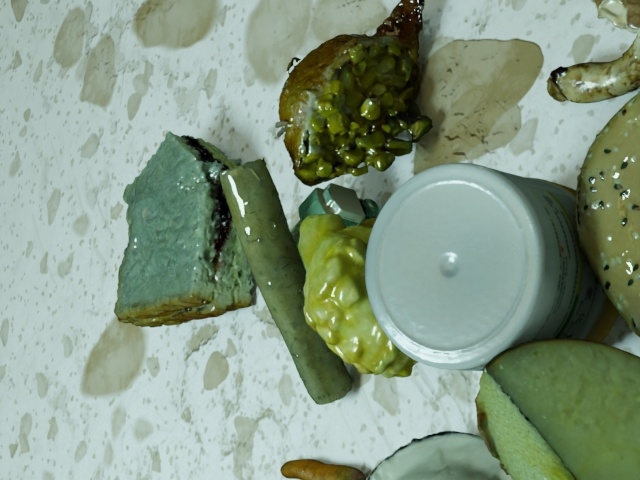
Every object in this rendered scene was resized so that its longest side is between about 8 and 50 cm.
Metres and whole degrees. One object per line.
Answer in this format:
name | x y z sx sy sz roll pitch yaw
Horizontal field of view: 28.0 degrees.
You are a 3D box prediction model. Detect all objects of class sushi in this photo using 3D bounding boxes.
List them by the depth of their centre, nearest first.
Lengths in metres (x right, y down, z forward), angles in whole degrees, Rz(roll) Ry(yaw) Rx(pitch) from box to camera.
sushi | 0.056 -0.209 1.865 0.296 0.167 0.179 -42 28 -21

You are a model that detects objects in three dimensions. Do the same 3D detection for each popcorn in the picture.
popcorn | 0.067 0.072 1.738 0.266 0.233 0.192 49 130 25

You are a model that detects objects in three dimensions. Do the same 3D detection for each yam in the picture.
yam | -0.051 0.061 1.853 0.083 0.083 0.371 -8 106 48

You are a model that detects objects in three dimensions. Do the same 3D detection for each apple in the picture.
apple | 0.312 0.249 1.396 0.346 0.179 0.254 47 114 8

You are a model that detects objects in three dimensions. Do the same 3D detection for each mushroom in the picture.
mushroom | 0.411 -0.273 1.518 0.233 0.302 0.208 19 80 6

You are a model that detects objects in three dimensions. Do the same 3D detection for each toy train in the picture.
toy train | 0.000 0.000 1.914 0.194 0.125 0.081 -47 44 30

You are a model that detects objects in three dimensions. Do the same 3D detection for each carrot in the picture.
carrot | -0.002 0.345 1.884 0.191 0.047 0.047 1 80 50

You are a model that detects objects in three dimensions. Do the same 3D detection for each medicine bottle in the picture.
medicine bottle | 0.208 0.038 1.512 0.238 0.232 0.238 -3 84 36

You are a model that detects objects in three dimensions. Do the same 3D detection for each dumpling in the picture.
dumpling | 0.162 0.326 1.630 0.247 0.142 0.172 -11 69 16

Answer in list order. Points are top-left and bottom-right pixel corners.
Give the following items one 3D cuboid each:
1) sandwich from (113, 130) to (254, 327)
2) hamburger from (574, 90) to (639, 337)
sandwich | -0.231 -0.023 2.187 0.262 0.131 0.325 -13 69 49
hamburger | 0.420 -0.035 1.374 0.277 0.195 0.318 31 109 45
